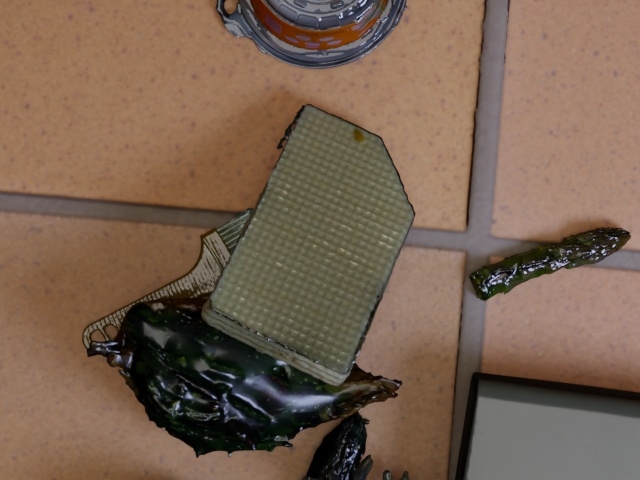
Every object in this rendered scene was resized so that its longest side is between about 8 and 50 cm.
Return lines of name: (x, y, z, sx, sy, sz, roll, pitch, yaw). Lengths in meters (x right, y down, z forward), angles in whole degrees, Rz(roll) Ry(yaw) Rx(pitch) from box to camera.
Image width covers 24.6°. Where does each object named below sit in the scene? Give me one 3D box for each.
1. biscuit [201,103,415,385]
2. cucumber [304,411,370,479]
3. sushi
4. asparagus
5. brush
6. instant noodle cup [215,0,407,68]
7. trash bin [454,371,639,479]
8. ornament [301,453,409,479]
biscuit: (0.000, 0.000, 1.390, 0.150, 0.052, 0.252, 24, 63, -2)
cucumber: (0.002, 0.252, 1.446, 0.053, 0.053, 0.181, 21, 89, 0)
sushi: (-0.080, 0.142, 1.394, 0.287, 0.140, 0.149, 20, 95, -4)
asparagus: (0.228, 0.019, 1.448, 0.165, 0.030, 0.036, -18, 67, 2)
brush: (-0.140, 0.053, 1.459, 0.218, 0.010, 0.082, -30, 92, 2)
instant noodle cup: (-0.001, -0.258, 1.394, 0.208, 0.125, 0.177, -35, 91, 1)
trash bin: (0.255, 0.219, 1.410, 0.240, 0.122, 0.164, 10, 91, 2)
ornament: (0.040, 0.323, 1.401, 0.202, 0.080, 0.236, -27, 109, -12)
